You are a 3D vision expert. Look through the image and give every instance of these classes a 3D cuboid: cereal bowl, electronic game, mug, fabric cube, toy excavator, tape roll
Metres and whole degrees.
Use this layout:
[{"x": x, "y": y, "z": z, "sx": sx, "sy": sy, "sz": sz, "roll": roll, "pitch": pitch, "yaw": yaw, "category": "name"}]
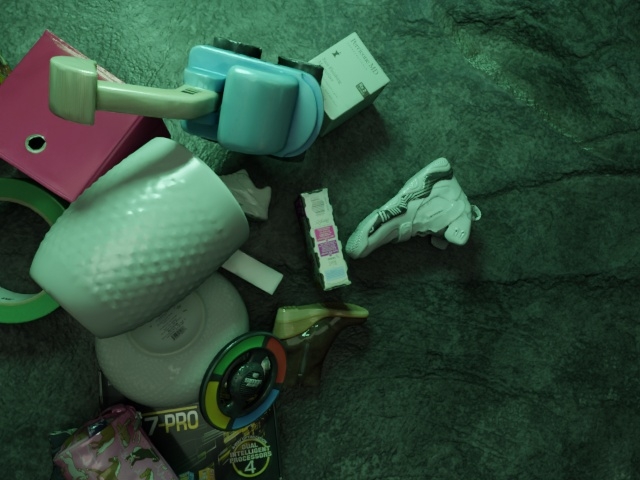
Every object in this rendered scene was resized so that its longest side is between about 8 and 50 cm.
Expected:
[{"x": -0.330, "y": 0.189, "z": 1.027, "sx": 0.340, "sy": 0.141, "sz": 0.338, "roll": 3, "pitch": 63, "yaw": -6, "category": "cereal bowl"}, {"x": -0.161, "y": 0.306, "z": 1.009, "sx": 0.229, "sy": 0.048, "sz": 0.229, "roll": -17, "pitch": 115, "yaw": -41, "category": "electronic game"}, {"x": -0.373, "y": 0.011, "z": 0.921, "sx": 0.328, "sy": 0.374, "sz": 0.276, "roll": -47, "pitch": 112, "yaw": -24, "category": "mug"}, {"x": -0.521, "y": -0.231, "z": 1.011, "sx": 0.254, "sy": 0.259, "sz": 0.258, "roll": 35, "pitch": 82, "yaw": -6, "category": "fabric cube"}, {"x": -0.204, "y": -0.268, "z": 0.882, "sx": 0.434, "sy": 0.445, "sz": 0.222, "roll": 13, "pitch": 111, "yaw": -7, "category": "toy excavator"}, {"x": -0.679, "y": 0.021, "z": 1.031, "sx": 0.322, "sy": 0.077, "sz": 0.320, "roll": -1, "pitch": 98, "yaw": -4, "category": "tape roll"}]

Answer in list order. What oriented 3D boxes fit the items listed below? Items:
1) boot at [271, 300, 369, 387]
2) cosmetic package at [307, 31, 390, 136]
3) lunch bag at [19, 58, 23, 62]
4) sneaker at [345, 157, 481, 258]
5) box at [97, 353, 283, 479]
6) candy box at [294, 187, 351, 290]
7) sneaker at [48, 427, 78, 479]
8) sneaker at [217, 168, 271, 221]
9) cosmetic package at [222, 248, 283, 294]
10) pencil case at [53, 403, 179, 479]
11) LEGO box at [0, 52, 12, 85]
[{"x": -0.001, "y": 0.266, "z": 1.182, "sx": 0.249, "sy": 0.090, "sz": 0.206, "roll": -1, "pitch": 99, "yaw": -11, "category": "boot"}, {"x": 0.043, "y": -0.387, "z": 1.172, "sx": 0.184, "sy": 0.151, "sz": 0.151, "roll": -37, "pitch": 94, "yaw": -10, "category": "cosmetic package"}, {"x": -0.648, "y": -0.406, "z": 1.094, "sx": 0.065, "sy": 0.067, "sz": 0.098, "roll": 44, "pitch": 82, "yaw": -5, "category": "lunch bag"}, {"x": 0.250, "y": -0.032, "z": 1.197, "sx": 0.366, "sy": 0.137, "sz": 0.210, "roll": -41, "pitch": 92, "yaw": -13, "category": "sneaker"}, {"x": -0.300, "y": 0.428, "z": 1.100, "sx": 0.396, "sy": 0.097, "sz": 0.317, "roll": -5, "pitch": 84, "yaw": -10, "category": "box"}, {"x": 0.000, "y": 0.000, "z": 1.142, "sx": 0.071, "sy": 0.159, "sz": 0.233, "roll": -15, "pitch": 89, "yaw": -9, "category": "candy box"}, {"x": -0.590, "y": 0.526, "z": 1.054, "sx": 0.226, "sy": 0.086, "sz": 0.163, "roll": -37, "pitch": 66, "yaw": 16, "category": "sneaker"}, {"x": -0.230, "y": -0.130, "z": 1.153, "sx": 0.232, "sy": 0.090, "sz": 0.115, "roll": 20, "pitch": 77, "yaw": -17, "category": "sneaker"}, {"x": -0.211, "y": 0.048, "z": 1.134, "sx": 0.239, "sy": 0.099, "sz": 0.060, "roll": 31, "pitch": 80, "yaw": -8, "category": "cosmetic package"}, {"x": -0.369, "y": 0.531, "z": 0.956, "sx": 0.167, "sy": 0.160, "sz": 0.386, "roll": -33, "pitch": 93, "yaw": 24, "category": "pencil case"}, {"x": -0.936, "y": -0.329, "z": 0.886, "sx": 0.501, "sy": 0.372, "sz": 0.193, "roll": -31, "pitch": 92, "yaw": -10, "category": "LEGO box"}]
